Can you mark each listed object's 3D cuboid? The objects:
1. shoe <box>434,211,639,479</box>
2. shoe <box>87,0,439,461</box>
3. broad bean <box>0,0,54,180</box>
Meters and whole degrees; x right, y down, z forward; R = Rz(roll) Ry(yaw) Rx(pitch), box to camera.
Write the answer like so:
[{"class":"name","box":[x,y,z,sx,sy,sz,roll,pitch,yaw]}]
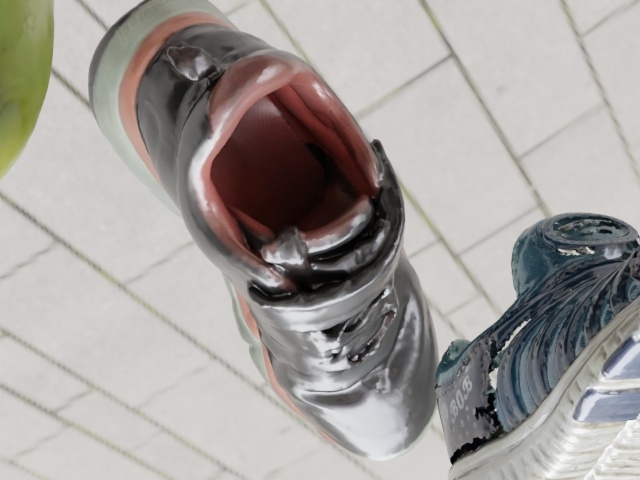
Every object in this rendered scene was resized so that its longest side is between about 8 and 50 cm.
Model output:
[{"class":"shoe","box":[0.104,0.036,0.563,0.091,0.106,0.207,0,151,-27]},{"class":"shoe","box":[0.000,0.000,0.761,0.114,0.137,0.291,-41,119,-15]},{"class":"broad bean","box":[-0.187,-0.133,0.580,0.189,0.121,0.263,-53,144,-41]}]
